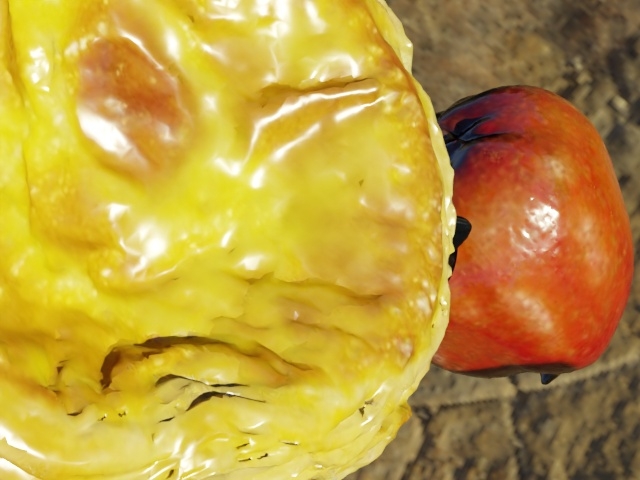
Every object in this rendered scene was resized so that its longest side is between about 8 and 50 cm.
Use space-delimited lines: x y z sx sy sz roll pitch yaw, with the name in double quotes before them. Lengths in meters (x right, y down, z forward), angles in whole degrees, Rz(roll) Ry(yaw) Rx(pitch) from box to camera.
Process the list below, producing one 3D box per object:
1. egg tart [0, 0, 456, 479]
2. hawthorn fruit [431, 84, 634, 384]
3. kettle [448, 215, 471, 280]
"egg tart" -0.081 -0.022 0.635 0.116 0.294 0.295 -19 55 54
"hawthorn fruit" 0.177 -0.003 1.657 0.311 0.295 0.295 39 100 2
"kettle" 0.000 0.000 1.446 0.202 0.232 0.144 -29 54 34
